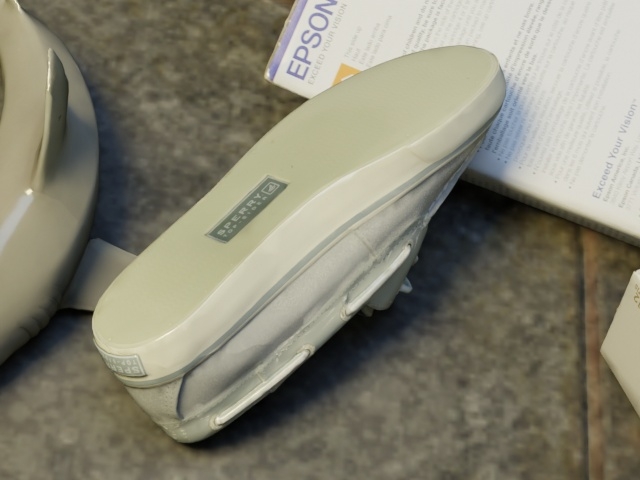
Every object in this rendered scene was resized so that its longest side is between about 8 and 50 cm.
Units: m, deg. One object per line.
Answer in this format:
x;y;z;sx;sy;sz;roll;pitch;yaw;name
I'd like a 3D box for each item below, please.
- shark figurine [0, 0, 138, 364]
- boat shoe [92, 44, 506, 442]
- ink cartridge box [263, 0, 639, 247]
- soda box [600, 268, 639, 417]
-0.139;-0.065;0.815;0.166;0.116;0.278;-5;57;-13;shark figurine
0.000;0.001;0.805;0.227;0.081;0.079;-40;38;-21;boat shoe
0.116;-0.129;0.877;0.224;0.045;0.223;23;84;6;ink cartridge box
0.206;0.104;0.767;0.074;0.069;0.216;-17;58;-18;soda box
